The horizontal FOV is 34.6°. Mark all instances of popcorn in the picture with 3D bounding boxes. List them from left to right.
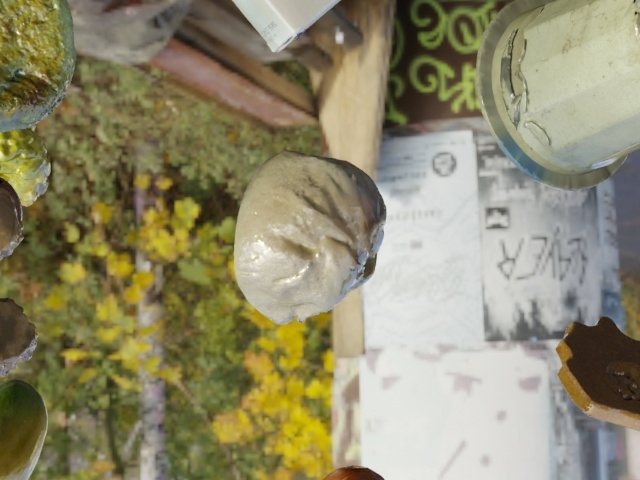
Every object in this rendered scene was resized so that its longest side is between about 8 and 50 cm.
[{"bbox_3d":[-0.570,-0.142,1.816,0.197,0.156,0.198,-12,138,-11],"label":"popcorn"}]

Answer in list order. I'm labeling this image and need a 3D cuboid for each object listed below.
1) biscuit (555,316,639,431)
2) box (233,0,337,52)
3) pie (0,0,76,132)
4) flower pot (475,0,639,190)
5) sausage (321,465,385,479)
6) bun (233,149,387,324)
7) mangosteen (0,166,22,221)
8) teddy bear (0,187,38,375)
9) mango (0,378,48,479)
[{"bbox_3d":[0.414,0.184,1.447,0.182,0.215,0.034,18,124,-7],"label":"biscuit"},{"bbox_3d":[-0.001,-0.378,1.362,0.269,0.135,0.079,-43,-172,-22],"label":"box"},{"bbox_3d":[-0.487,-0.290,1.483,0.277,0.277,0.078,3,173,-24],"label":"pie"},{"bbox_3d":[0.290,-0.176,0.996,0.212,0.212,0.202,3,166,-26],"label":"flower pot"},{"bbox_3d":[0.054,0.373,1.197,0.133,0.133,0.258,-7,-143,-9],"label":"sausage"},{"bbox_3d":[-0.001,-0.015,1.633,0.204,0.282,0.281,5,174,22],"label":"bun"},{"bbox_3d":[-0.475,-0.059,1.389,0.155,0.182,0.145,-2,173,41],"label":"mangosteen"},{"bbox_3d":[-0.422,0.080,0.941,0.296,0.246,0.222,-4,159,-21],"label":"teddy bear"},{"bbox_3d":[-0.540,0.337,1.722,0.156,0.114,0.251,5,-144,14],"label":"mango"}]
